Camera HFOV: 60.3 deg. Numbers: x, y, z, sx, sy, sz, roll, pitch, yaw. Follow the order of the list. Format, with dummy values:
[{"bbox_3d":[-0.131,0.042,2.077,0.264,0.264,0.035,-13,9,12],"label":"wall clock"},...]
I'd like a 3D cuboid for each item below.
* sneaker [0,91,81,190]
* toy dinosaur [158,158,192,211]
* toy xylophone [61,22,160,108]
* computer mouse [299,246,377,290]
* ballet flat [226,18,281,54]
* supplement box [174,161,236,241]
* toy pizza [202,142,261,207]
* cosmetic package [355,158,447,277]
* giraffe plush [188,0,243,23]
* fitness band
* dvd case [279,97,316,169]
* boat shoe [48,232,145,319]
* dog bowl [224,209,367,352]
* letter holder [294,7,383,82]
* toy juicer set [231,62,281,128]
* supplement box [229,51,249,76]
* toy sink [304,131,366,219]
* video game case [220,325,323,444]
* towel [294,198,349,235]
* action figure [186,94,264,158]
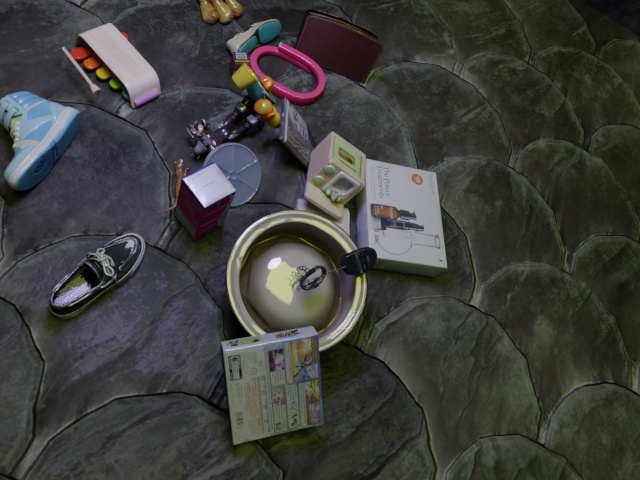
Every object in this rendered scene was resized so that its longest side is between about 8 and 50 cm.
[{"bbox_3d":[-0.844,-0.289,1.546,0.208,0.127,0.319,25,49,-10],"label":"sneaker"},{"bbox_3d":[-0.420,-0.153,1.683,0.112,0.064,0.212,-1,55,-2],"label":"toy dinosaur"},{"bbox_3d":[-0.676,-0.565,1.767,0.236,0.081,0.323,-29,78,-30],"label":"toy xylophone"},{"bbox_3d":[0.050,0.078,1.536,0.241,0.041,0.071,-19,102,-17],"label":"computer mouse"},{"bbox_3d":[-0.250,-0.756,2.031,0.086,0.086,0.248,43,59,4],"label":"ballet flat"},{"bbox_3d":[-0.337,-0.107,1.588,0.111,0.220,0.114,-34,81,-30],"label":"supplement box"},{"bbox_3d":[-0.279,-0.204,1.722,0.201,0.032,0.202,-7,103,-33],"label":"toy pizza"},{"bbox_3d":[0.269,-0.078,1.877,0.284,0.097,0.378,9,62,-20],"label":"cosmetic package"},{"bbox_3d":[-0.380,-0.923,2.004,0.210,0.170,0.181,45,59,5],"label":"giraffe plush"},{"bbox_3d":[-0.121,-0.613,2.018,0.290,0.054,0.209,27,59,-5],"label":"fitness band"},{"bbox_3d":[-0.071,-0.346,1.838,0.221,0.018,0.165,41,43,-52],"label":"dvd case"},{"bbox_3d":[-0.591,0.077,1.467,0.113,0.105,0.306,45,59,5],"label":"boat shoe"},{"bbox_3d":[-0.079,0.127,1.577,0.407,0.150,0.409,5,74,-16],"label":"dog bowl"},{"bbox_3d":[0.076,-0.767,2.073,0.301,0.214,0.152,18,60,-11],"label":"letter holder"},{"bbox_3d":[-0.173,-0.473,1.821,0.089,0.329,0.209,-34,96,9],"label":"toy juicer set"},{"bbox_3d":[-0.286,-0.619,1.940,0.054,0.083,0.043,-5,67,-23],"label":"supplement box"},{"bbox_3d":[0.053,-0.214,1.789,0.152,0.131,0.234,32,42,-22],"label":"toy sink"},{"bbox_3d":[-0.121,0.372,1.424,0.244,0.061,0.270,-7,106,-15],"label":"video game case"},{"bbox_3d":[0.000,0.000,1.763,0.187,0.049,0.283,11,61,-16],"label":"towel"},{"bbox_3d":[-0.309,-0.348,1.795,0.285,0.099,0.185,-42,91,-28],"label":"action figure"}]
